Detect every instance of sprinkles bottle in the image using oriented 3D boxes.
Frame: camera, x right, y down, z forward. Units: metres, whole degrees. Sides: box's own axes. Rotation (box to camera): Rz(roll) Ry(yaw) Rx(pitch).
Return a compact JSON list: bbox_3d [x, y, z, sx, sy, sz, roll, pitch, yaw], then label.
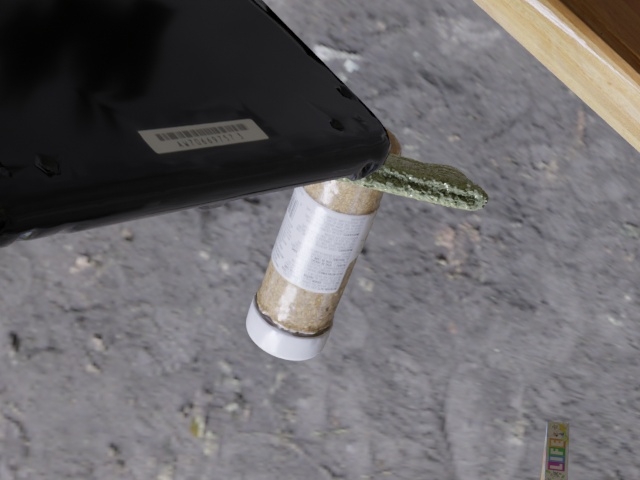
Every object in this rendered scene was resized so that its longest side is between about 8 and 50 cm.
[{"bbox_3d":[0.000,0.000,1.882,0.121,0.121,0.355,44,130,30],"label":"sprinkles bottle"}]

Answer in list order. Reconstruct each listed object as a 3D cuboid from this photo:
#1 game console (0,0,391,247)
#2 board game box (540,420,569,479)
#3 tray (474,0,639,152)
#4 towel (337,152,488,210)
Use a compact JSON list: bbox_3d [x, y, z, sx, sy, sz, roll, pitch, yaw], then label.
[{"bbox_3d":[-0.165,-0.136,0.788,0.342,0.387,0.060,48,119,16],"label":"game console"},{"bbox_3d":[0.267,0.300,1.583,0.026,0.154,0.103,5,37,8],"label":"board game box"},{"bbox_3d":[0.246,-0.265,1.327,0.411,0.203,0.076,40,140,-7],"label":"tray"},{"bbox_3d":[0.059,-0.056,1.125,0.148,0.110,0.027,13,99,-9],"label":"towel"}]
